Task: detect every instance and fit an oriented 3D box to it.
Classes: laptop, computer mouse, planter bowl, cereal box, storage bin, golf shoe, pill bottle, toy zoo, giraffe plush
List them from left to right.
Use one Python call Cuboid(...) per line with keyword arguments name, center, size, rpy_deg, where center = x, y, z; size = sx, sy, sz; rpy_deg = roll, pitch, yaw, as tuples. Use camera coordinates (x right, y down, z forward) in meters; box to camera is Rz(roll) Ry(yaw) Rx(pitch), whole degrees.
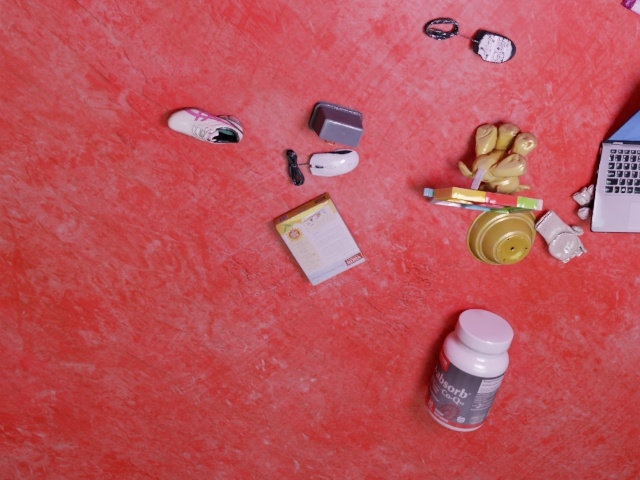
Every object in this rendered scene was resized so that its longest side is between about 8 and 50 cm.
Cuboid(name="golf shoe", center=(-0.282, -0.278, 1.677), size=(0.186, 0.086, 0.067), rpy_deg=(5, 122, -12))
Cuboid(name="cereal box", center=(0.000, 0.000, 1.927), size=(0.173, 0.047, 0.240), rpy_deg=(-26, 123, 7))
Cuboid(name="computer mouse", center=(0.009, -0.201, 1.804), size=(0.193, 0.042, 0.106), rpy_deg=(-8, 122, -5))
Cuboid(name="storage bin", center=(0.043, -0.281, 1.730), size=(0.135, 0.091, 0.098), rpy_deg=(13, 119, -17))
Cuboid(name="pill bottle", center=(0.475, 0.411, 2.178), size=(0.210, 0.210, 0.362), rpy_deg=(4, 121, -13))
Cuboid(name="computer mouse", center=(0.370, -0.496, 1.690), size=(0.242, 0.041, 0.071), rpy_deg=(15, 110, -11))
Cuboid(name="toy zoo", center=(0.419, -0.108, 1.848), size=(0.294, 0.192, 0.030), rpy_deg=(7, 88, -9))
Cuboid(name="giraffe plush", center=(0.489, -0.190, 1.838), size=(0.210, 0.181, 0.170), rpy_deg=(-53, 142, 0))
Cuboid(name="planter bowl", center=(0.548, 0.003, 2.003), size=(0.217, 0.090, 0.217), rpy_deg=(-5, 122, -8))
Cuboid(name="laptop", center=(0.989, -0.197, 1.857), size=(0.382, 0.236, 0.407), rpy_deg=(1, 102, -10))

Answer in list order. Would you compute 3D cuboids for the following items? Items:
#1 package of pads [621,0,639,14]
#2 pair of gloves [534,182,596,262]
Cuboid(name="package of pads", center=(0.798, -0.579, 1.701), size=(0.083, 0.050, 0.032), rpy_deg=(18, 117, -21))
Cuboid(name="pair of gloves", center=(0.769, -0.048, 2.021), size=(0.240, 0.042, 0.204), rpy_deg=(-39, 121, 6))
